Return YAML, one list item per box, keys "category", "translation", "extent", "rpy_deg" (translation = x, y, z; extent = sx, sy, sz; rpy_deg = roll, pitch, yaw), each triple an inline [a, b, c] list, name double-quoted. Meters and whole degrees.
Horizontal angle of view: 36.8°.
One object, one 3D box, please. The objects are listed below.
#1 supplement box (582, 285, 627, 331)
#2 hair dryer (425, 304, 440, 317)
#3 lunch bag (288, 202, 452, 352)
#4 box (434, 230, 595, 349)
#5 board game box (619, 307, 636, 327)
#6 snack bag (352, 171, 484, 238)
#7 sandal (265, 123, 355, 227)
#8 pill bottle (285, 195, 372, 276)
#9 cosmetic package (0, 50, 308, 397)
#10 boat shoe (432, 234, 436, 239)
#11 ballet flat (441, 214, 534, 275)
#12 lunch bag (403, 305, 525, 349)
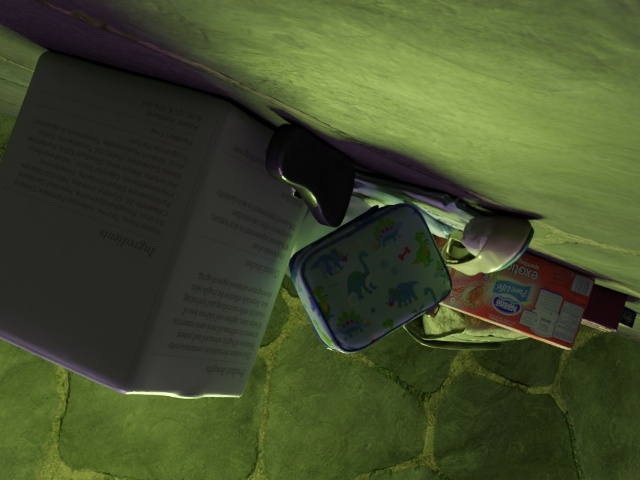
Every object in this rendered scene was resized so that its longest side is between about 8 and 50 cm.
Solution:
- category: "supplement box"
  translation: [0.602, 0.147, 2.111]
  extent: [0.104, 0.080, 0.188]
  rpy_deg: [19, 178, 12]
- category: "hair dryer"
  translation: [0.131, 0.031, 2.028]
  extent: [0.293, 0.080, 0.223]
  rpy_deg: [35, 168, 46]
- category: "lunch bag"
  translation: [0.074, 0.050, 1.429]
  extent: [0.176, 0.219, 0.090]
  rpy_deg: [63, 164, -8]
- category: "box"
  translation: [0.363, 0.094, 1.894]
  extent: [0.300, 0.154, 0.142]
  rpy_deg: [19, 178, -18]
- category: "board game box"
  translation: [0.661, 0.157, 2.393]
  extent: [0.165, 0.042, 0.243]
  rpy_deg: [17, 177, 41]
- category: "snack bag"
  translation: [0.142, -0.056, 1.590]
  extent: [0.342, 0.037, 0.323]
  rpy_deg: [17, 177, 37]
- category: "sandal"
  translation: [-0.015, -0.095, 1.317]
  extent: [0.054, 0.097, 0.254]
  rpy_deg: [17, 167, 27]
- category: "pill bottle"
  translation: [0.000, 0.000, 1.636]
  extent: [0.161, 0.161, 0.283]
  rpy_deg: [20, 178, -12]
- category: "cosmetic package"
  translation: [-0.252, -0.010, 1.390]
  extent: [0.327, 0.393, 0.329]
  rpy_deg: [18, 177, 24]
- category: "boat shoe"
  translation: [0.253, 0.029, 2.172]
  extent: [0.104, 0.110, 0.307]
  rpy_deg: [-8, 169, 6]
- category: "ballet flat"
  translation: [0.237, 0.006, 1.429]
  extent: [0.086, 0.086, 0.248]
  rpy_deg: [19, 167, -5]
- category: "lunch bag"
  translation: [0.338, 0.160, 2.166]
  extent: [0.235, 0.169, 0.287]
  rpy_deg: [5, 165, -26]
